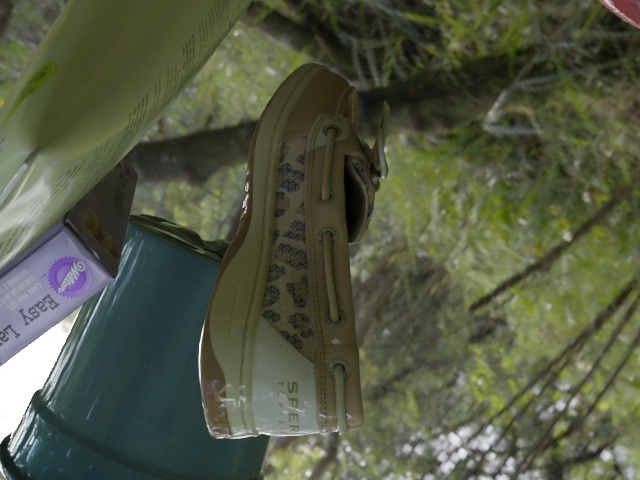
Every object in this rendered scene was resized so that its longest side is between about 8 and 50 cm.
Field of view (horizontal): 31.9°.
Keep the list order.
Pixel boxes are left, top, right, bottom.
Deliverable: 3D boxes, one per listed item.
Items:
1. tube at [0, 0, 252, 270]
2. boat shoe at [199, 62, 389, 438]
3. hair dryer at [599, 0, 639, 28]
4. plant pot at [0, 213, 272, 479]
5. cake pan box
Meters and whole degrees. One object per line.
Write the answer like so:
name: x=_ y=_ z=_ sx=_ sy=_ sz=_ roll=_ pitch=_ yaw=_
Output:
tube: x=-0.075 y=-0.063 z=0.400 sx=0.062 sy=0.070 sz=0.240 roll=3 pitch=-143 yaw=13
boat shoe: x=0.000 y=0.000 z=0.676 sx=0.089 sy=0.104 sz=0.285 roll=3 pitch=-131 yaw=10
hair dryer: x=0.311 y=-0.238 z=1.083 sx=0.223 sy=0.080 sz=0.293 roll=55 pitch=-162 yaw=7
plant pot: x=-0.183 y=0.163 z=1.396 sx=0.341 sy=0.334 sz=0.341 roll=21 pitch=-176 yaw=-2
cake pan box: x=-0.275 y=0.029 z=0.964 sx=0.070 sy=0.246 sz=0.267 roll=52 pitch=-172 yaw=-20
